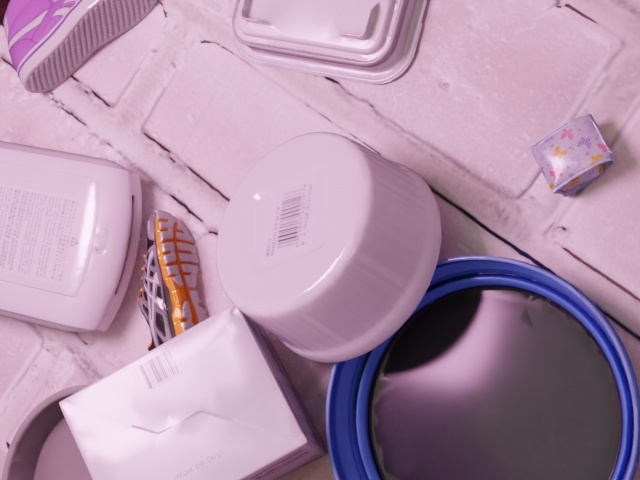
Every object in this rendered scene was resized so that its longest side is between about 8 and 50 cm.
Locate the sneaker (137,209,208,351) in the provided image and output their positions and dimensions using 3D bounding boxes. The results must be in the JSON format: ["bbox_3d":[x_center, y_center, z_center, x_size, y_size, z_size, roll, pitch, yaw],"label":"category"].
[{"bbox_3d":[-0.217,0.063,1.731,0.083,0.084,0.215,-16,76,28],"label":"sneaker"}]

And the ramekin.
[{"bbox_3d":[0.000,0.000,1.551,0.277,0.135,0.277,-21,55,32],"label":"ramekin"}]

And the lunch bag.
[{"bbox_3d":[0.309,-0.103,1.512,0.083,0.053,0.071,-37,66,27],"label":"lunch bag"}]

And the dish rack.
[{"bbox_3d":[0.018,-0.393,1.690,0.285,0.072,0.333,14,88,28],"label":"dish rack"}]

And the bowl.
[{"bbox_3d":[0.196,0.214,1.507,0.391,0.077,0.391,-4,80,26],"label":"bowl"}]

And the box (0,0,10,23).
[{"bbox_3d":[-0.641,-0.432,1.845,0.143,0.381,0.191,-32,70,16],"label":"box"}]

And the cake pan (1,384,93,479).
[{"bbox_3d":[-0.317,0.350,1.752,0.293,0.054,0.293,-4,81,25],"label":"cake pan"}]

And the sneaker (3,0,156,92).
[{"bbox_3d":[-0.368,-0.364,1.860,0.282,0.102,0.161,-33,67,19],"label":"sneaker"}]

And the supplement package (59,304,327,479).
[{"bbox_3d":[-0.160,0.239,1.603,0.262,0.145,0.204,-29,72,3],"label":"supplement package"}]

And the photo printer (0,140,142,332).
[{"bbox_3d":[-0.401,-0.006,1.816,0.307,0.107,0.256,10,87,27],"label":"photo printer"}]
